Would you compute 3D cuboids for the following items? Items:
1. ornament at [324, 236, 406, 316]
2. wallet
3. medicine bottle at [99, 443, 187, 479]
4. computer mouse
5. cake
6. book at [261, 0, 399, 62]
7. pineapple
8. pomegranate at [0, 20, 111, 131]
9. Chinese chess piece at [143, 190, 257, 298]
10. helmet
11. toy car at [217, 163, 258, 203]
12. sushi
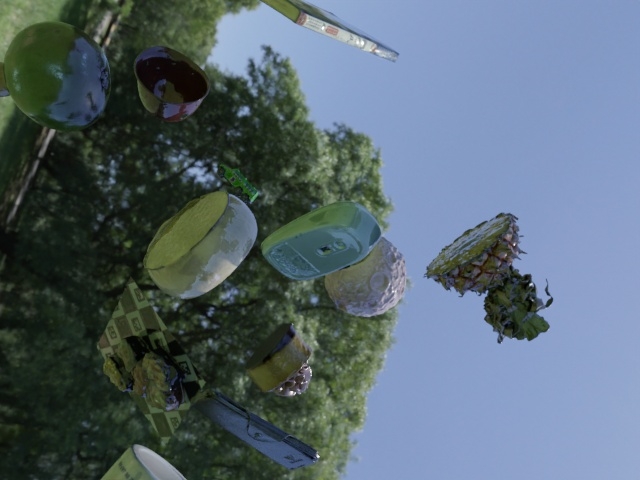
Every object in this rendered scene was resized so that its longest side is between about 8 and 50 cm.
[{"bbox_3d":[0.140,0.111,1.790,0.260,0.225,0.259,-19,-144,14],"label":"ornament"},{"bbox_3d":[-0.160,0.453,1.388,0.172,0.318,0.045,-37,-160,54],"label":"wallet"},{"bbox_3d":[-0.318,0.444,0.761,0.341,0.130,0.130,-49,-157,-13],"label":"medicine bottle"},{"bbox_3d":[0.002,-0.005,1.322,0.289,0.159,0.096,-22,-140,36],"label":"computer mouse"},{"bbox_3d":[-0.096,0.366,1.693,0.207,0.178,0.185,-46,-173,10],"label":"cake"},{"bbox_3d":[-0.010,-0.587,1.533,0.300,0.428,0.039,42,-64,31],"label":"book"},{"bbox_3d":[0.418,0.113,1.364,0.263,0.271,0.262,-36,-174,4],"label":"pineapple"},{"bbox_3d":[-0.484,-0.283,1.016,0.187,0.225,0.186,-3,90,-87],"label":"pomegranate"},{"bbox_3d":[-0.338,0.008,1.644,0.338,0.140,0.338,-29,-149,19],"label":"Chinese chess piece"},{"bbox_3d":[-0.330,-0.322,1.251,0.175,0.155,0.106,56,-38,16],"label":"helmet"},{"bbox_3d":[-0.275,-0.191,1.928,0.062,0.165,0.071,-42,180,-6],"label":"toy car"},{"bbox_3d":[-0.390,0.269,1.231,0.292,0.059,0.294,48,-50,17],"label":"sushi"}]
